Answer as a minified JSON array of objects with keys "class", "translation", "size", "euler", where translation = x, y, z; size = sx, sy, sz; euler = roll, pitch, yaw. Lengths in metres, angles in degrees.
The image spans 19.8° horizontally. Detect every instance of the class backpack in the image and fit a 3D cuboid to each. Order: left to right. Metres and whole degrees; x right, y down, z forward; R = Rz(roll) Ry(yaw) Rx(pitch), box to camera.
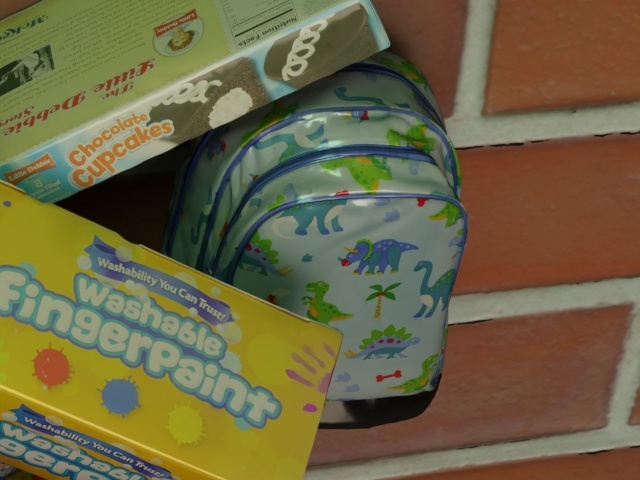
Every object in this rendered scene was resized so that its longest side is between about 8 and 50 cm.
[{"class":"backpack","translation":[0.000,0.000,1.584],"size":[0.290,0.273,0.355],"euler":[4,116,-11]}]

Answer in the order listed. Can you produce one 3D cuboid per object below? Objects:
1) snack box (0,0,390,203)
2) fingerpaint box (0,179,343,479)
[{"class":"snack box","translation":[-0.121,-0.154,1.433],"size":[0.322,0.187,0.060],"euler":[-24,132,5]},{"class":"fingerpaint box","translation":[-0.268,0.109,1.458],"size":[0.445,0.163,0.371],"euler":[25,150,-16]}]
